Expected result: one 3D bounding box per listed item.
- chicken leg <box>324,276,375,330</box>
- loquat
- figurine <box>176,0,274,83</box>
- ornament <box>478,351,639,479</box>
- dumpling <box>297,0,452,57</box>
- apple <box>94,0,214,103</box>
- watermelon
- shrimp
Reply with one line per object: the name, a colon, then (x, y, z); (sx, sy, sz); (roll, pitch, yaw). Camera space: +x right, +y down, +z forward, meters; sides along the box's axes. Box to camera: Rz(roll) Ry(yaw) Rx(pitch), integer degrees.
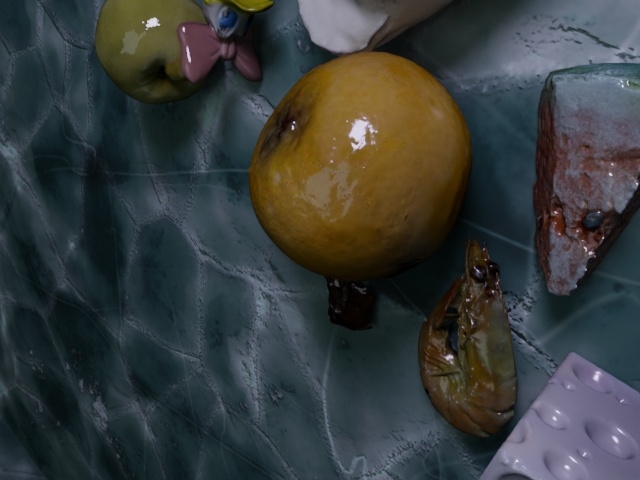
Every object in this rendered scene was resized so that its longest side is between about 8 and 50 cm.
chicken leg: (0.000, 0.000, 0.808); (0.113, 0.093, 0.304); (-26, 90, 30)
loquat: (0.043, -0.084, 0.633); (0.263, 0.263, 0.263); (13, 111, 36)
figurine: (-0.130, -0.436, 0.733); (0.193, 0.154, 0.421); (3, 104, 44)
ornament: (0.283, 0.312, 0.562); (0.239, 0.239, 0.239); (34, 123, 27)
dumpling: (0.097, -0.376, 0.555); (0.260, 0.181, 0.341); (69, 154, 13)
apple: (-0.260, -0.311, 0.858); (0.200, 0.200, 0.200); (13, 111, 36)
watermelon: (0.277, -0.059, 0.567); (0.154, 0.094, 0.241); (24, 121, 40)
shrimp: (0.189, 0.126, 0.705); (0.145, 0.061, 0.267); (15, 115, 46)
